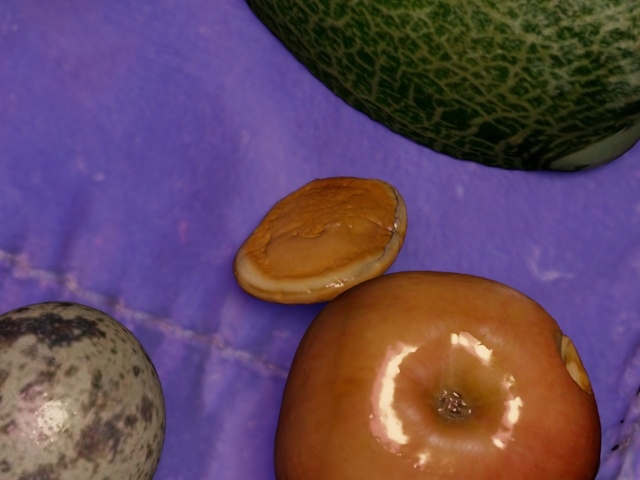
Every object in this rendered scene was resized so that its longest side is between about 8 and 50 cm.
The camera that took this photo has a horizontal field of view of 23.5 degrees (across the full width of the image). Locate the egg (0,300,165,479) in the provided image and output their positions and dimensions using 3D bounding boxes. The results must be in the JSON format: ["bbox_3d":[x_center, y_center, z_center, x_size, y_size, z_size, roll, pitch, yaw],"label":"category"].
[{"bbox_3d":[-0.159,0.117,0.855,0.132,0.132,0.172,26,90,7],"label":"egg"}]

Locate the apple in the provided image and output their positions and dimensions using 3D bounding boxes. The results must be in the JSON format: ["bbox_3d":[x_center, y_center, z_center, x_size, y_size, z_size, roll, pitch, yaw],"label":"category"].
[{"bbox_3d":[0.060,0.098,0.828,0.199,0.199,0.199,0,77,2],"label":"apple"}]

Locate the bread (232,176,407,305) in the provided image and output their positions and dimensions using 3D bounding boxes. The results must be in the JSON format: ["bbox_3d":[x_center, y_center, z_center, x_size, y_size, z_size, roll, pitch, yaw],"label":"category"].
[{"bbox_3d":[0.000,0.000,0.901,0.110,0.024,0.110,-14,33,10],"label":"bread"}]

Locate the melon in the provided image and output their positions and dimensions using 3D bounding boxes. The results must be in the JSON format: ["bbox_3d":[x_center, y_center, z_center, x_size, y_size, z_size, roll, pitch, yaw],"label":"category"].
[{"bbox_3d":[0.087,-0.208,0.893,0.331,0.226,0.344,-36,75,34],"label":"melon"}]
